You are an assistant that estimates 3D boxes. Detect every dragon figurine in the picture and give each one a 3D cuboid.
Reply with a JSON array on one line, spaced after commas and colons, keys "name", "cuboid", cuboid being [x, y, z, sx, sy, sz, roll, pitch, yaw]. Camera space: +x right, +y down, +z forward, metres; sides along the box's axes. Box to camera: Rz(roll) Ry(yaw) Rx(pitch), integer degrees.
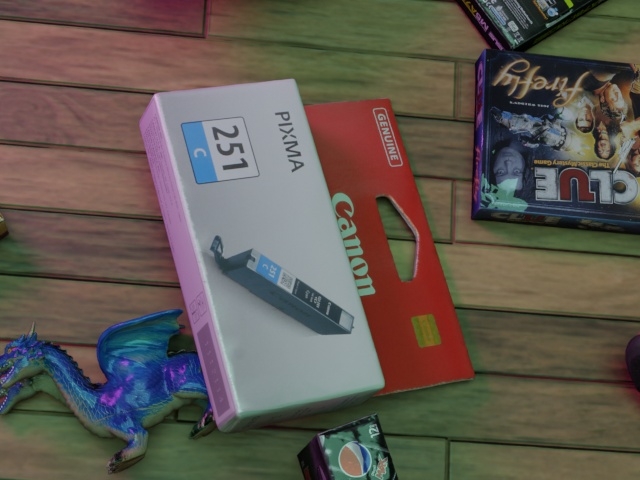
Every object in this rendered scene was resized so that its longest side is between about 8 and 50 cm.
[{"name": "dragon figurine", "cuboid": [-0.148, 0.110, 1.194, 0.289, 0.085, 0.144, -22, 79, -11]}]

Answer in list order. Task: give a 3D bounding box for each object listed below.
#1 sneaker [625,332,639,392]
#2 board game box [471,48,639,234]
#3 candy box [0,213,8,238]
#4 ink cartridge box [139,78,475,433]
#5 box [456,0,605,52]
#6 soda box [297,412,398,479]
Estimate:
[{"name": "sneaker", "cuboid": [0.427, 0.128, 1.261, 0.314, 0.116, 0.136, 21, 63, -8]}, {"name": "board game box", "cuboid": [0.271, -0.092, 1.321, 0.243, 0.042, 0.165, 5, 75, -6]}, {"name": "candy box", "cuboid": [-0.380, -0.053, 1.228, 0.109, 0.053, 0.186, -37, 84, -15]}, {"name": "ink cartridge box", "cuboid": [0.000, 0.000, 1.210, 0.261, 0.066, 0.296, -9, 73, -25]}, {"name": "box", "cuboid": [0.205, -0.302, 1.370, 0.184, 0.045, 0.190, -33, 80, -16]}, {"name": "soda box", "cuboid": [0.020, 0.191, 1.149, 0.053, 0.169, 0.060, -16, 78, -10]}]
